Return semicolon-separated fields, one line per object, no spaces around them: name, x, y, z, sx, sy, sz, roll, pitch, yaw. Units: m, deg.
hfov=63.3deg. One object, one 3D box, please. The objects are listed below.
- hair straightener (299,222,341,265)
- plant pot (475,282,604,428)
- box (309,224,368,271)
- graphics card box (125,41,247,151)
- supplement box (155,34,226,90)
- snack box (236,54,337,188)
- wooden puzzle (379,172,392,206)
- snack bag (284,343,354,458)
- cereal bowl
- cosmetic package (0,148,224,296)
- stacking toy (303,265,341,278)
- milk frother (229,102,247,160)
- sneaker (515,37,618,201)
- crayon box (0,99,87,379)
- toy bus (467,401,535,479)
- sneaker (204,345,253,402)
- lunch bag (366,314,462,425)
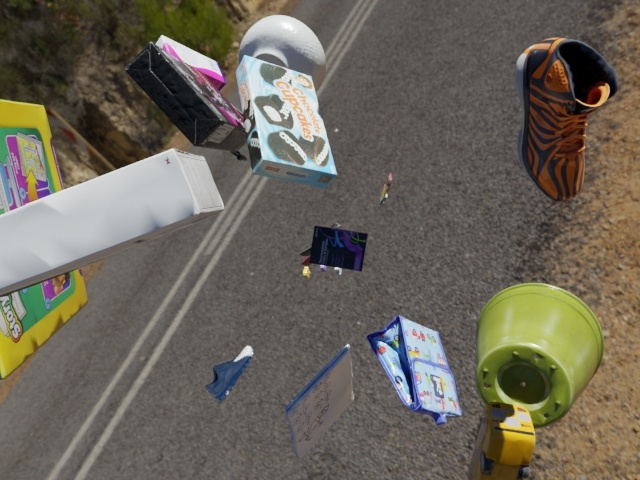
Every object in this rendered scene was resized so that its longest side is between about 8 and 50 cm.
hair straightener;0.000;0.000;1.828;0.230;0.047;0.089;-44;46;41
plant pot;0.592;0.342;1.466;0.367;0.366;0.353;-23;-1;31
box;0.053;0.023;1.543;0.029;0.162;0.115;-40;-41;-85
graphics card box;-0.302;-0.337;1.289;0.094;0.232;0.371;-41;2;10
supplement box;-0.434;-0.546;1.678;0.114;0.220;0.111;-40;59;27
snack box;-0.083;-0.278;1.207;0.060;0.187;0.321;-46;47;44
wooden puzzle;0.112;-0.086;0.891;0.083;0.006;0.049;-71;-1;-72
snack bag;0.010;0.563;1.768;0.037;0.342;0.323;26;49;32
cereal bowl;-0.159;-0.644;1.928;0.339;0.339;0.141;-17;31;38
cosmetic package;-0.211;-0.007;0.447;0.239;0.060;0.099;-20;3;4
stacking toy;0.020;0.084;2.376;0.167;0.052;0.221;-7;39;17
milk frother;-0.281;-0.357;1.734;0.134;0.143;0.129;-50;43;9
sneaker;0.463;-0.217;0.978;0.125;0.320;0.180;-20;15;-4
crayon box;-0.481;-0.020;0.765;0.106;0.362;0.313;-8;12;-3
toy bus;0.446;0.581;1.321;0.108;0.332;0.130;7;28;5
sneaker;-0.280;0.391;1.584;0.190;0.083;0.071;-55;10;-31
lunch bag;0.288;0.395;1.508;0.138;0.221;0.293;-39;48;24
